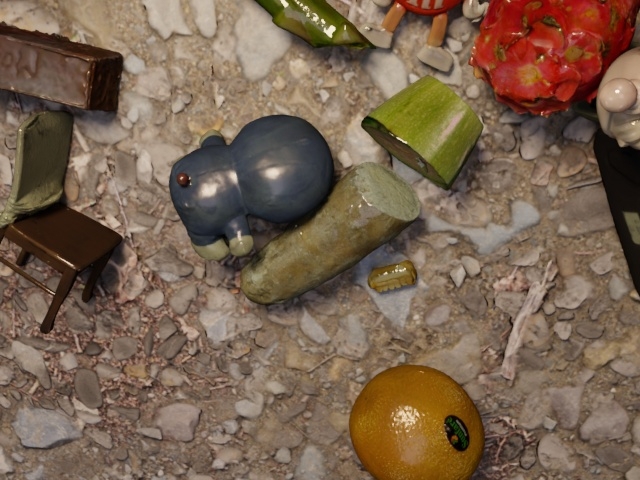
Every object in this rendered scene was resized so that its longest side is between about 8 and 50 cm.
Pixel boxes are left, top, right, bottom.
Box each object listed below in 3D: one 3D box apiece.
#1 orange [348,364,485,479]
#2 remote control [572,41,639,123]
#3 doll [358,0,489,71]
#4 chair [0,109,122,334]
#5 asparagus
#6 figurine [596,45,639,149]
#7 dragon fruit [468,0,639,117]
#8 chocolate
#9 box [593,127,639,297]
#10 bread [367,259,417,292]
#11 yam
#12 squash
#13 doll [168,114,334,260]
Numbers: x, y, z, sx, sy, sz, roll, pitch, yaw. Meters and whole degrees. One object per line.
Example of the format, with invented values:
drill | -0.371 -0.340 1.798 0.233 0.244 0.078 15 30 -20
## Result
orange | 0.167 0.329 1.045 0.236 0.236 0.237 2 111 5
remote control | 0.460 -0.189 0.781 0.038 0.285 0.124 21 106 -26
doll | 0.159 -0.367 0.857 0.183 0.085 0.217 19 118 -4
chair | -0.437 -0.031 1.003 0.186 0.160 0.319 31 111 -1
asparagus | -0.067 -0.370 0.870 0.343 0.082 0.085 39 114 -7
figurine | 0.387 -0.199 0.677 0.144 0.182 0.257 31 143 25
dragon fruit | 0.322 -0.296 0.810 0.210 0.205 0.268 28 73 -24
chocolate | -0.486 -0.280 0.935 0.320 0.112 0.112 15 109 0
box | 0.568 -0.015 0.827 0.091 0.350 0.359 -33 108 -20
bread | 0.125 0.063 1.046 0.087 0.034 0.049 -18 122 16
yam | 0.000 0.000 0.990 0.330 0.133 0.133 -35 104 20
squash | 0.159 -0.161 0.896 0.170 0.170 0.123 43 97 -10
doll | -0.109 -0.099 0.938 0.258 0.154 0.228 -18 68 -3
